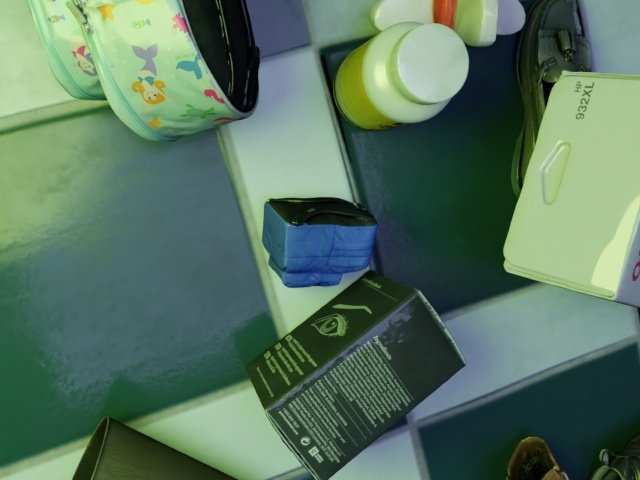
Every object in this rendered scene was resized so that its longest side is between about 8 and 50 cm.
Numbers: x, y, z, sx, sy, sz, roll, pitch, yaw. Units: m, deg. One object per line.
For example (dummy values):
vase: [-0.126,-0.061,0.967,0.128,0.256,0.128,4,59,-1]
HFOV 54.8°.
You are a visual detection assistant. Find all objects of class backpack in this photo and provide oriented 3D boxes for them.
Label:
backpack: [0.000,0.000,0.717,0.120,0.098,0.101,-4,118,-23]
backpack: [-0.157,-0.221,0.587,0.191,0.225,0.254,-20,105,11]

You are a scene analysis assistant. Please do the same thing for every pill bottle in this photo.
pill bottle: [0.084,-0.176,0.671,0.103,0.184,0.103,-1,96,-14]

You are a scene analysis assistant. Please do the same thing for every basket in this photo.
basket: [-0.165,0.321,0.681,0.226,0.154,0.204,23,92,-19]

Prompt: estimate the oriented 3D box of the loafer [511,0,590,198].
loafer: [0.303,-0.177,0.779,0.096,0.084,0.268,1,96,-13]

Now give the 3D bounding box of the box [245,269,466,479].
box: [0.033,0.143,0.708,0.207,0.153,0.108,-36,104,-8]

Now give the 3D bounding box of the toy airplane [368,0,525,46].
toy airplane: [0.165,-0.392,0.624,0.384,0.272,0.386,43,84,-15]

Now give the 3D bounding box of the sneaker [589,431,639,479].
sneaker: [0.468,0.399,0.879,0.153,0.101,0.269,-14,93,-12]

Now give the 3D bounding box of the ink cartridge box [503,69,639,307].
ink cartridge box: [0.367,-0.037,0.723,0.307,0.129,0.223,13,94,-45]

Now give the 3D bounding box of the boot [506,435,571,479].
boot: [0.303,0.399,0.752,0.109,0.283,0.220,-20,104,25]
